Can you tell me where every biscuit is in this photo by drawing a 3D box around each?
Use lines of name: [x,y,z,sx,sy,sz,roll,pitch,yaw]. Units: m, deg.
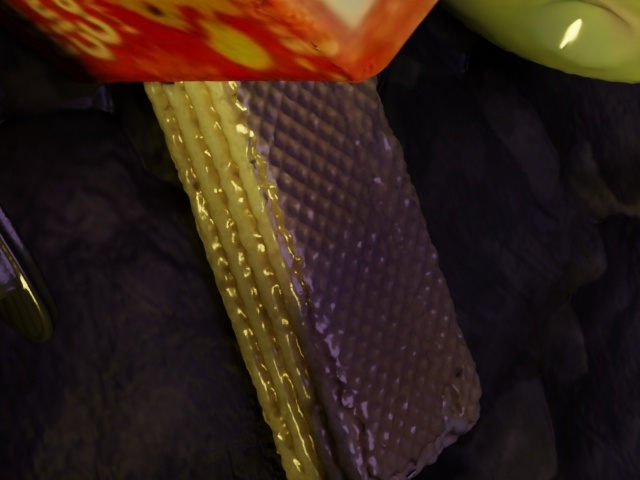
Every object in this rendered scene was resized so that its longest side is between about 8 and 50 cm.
biscuit: [0.000,0.000,0.812,0.108,0.062,0.238,-30,105,-46]

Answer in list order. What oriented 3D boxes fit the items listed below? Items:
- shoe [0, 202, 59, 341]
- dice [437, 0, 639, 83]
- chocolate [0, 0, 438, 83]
shoe: [-0.160,-0.020,0.658,0.053,0.062,0.159,-35,109,-29]
dice: [0.168,-0.248,0.890,0.250,0.252,0.254,43,53,-32]
chocolate: [-0.088,-0.154,0.639,0.237,0.235,0.108,37,72,-36]
